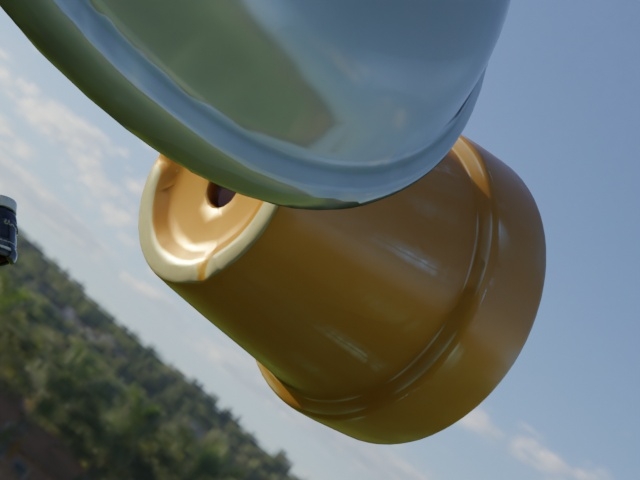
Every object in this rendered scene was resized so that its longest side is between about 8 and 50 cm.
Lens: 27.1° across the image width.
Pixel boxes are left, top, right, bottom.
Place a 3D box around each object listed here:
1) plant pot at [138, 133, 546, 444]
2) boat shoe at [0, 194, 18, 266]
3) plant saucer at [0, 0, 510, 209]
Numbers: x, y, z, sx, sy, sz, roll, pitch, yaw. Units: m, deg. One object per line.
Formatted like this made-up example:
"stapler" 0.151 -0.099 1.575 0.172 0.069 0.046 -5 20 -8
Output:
"plant pot" 0.000 0.000 0.806 0.188 0.205 0.205 29 -2 -41
"boat shoe" -0.441 0.009 1.435 0.084 0.233 0.079 71 10 -74
"plant saucer" -0.009 -0.216 0.517 0.100 0.400 0.400 -18 -49 33
